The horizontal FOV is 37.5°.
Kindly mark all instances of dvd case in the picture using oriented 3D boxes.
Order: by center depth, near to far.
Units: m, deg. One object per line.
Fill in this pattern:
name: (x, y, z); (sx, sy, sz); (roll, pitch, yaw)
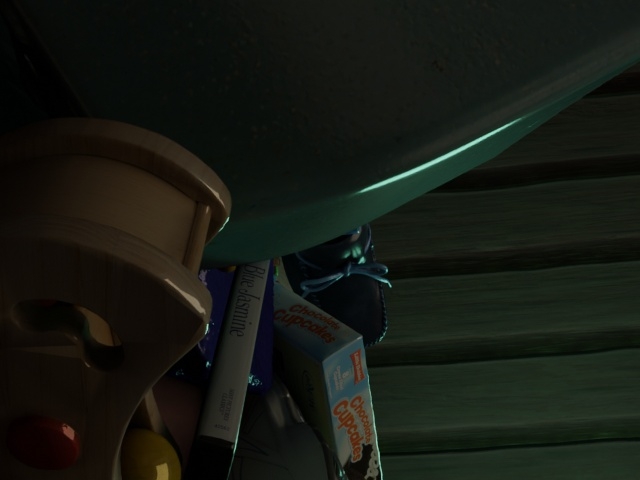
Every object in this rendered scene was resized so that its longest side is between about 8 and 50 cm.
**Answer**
dvd case: (-0.065, 0.108, 0.598); (0.253, 0.022, 0.180); (-85, -170, -60)

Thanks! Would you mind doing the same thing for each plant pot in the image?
plant pot: (-0.026, -0.116, 0.513); (0.247, 0.252, 0.248); (57, -16, 2)

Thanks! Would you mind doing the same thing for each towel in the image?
towel: (-0.106, -0.018, 0.861); (0.227, 0.076, 0.308); (46, 40, -69)

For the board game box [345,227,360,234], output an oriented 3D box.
board game box: (-0.025, -0.211, 0.911); (0.302, 0.086, 0.308); (66, 24, -54)

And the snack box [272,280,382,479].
snack box: (-0.015, 0.206, 1.049); (0.187, 0.060, 0.322); (28, -43, 44)

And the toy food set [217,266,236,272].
toy food set: (-0.070, -0.096, 0.692); (0.111, 0.104, 0.232); (7, -52, 58)

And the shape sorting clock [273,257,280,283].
shape sorting clock: (-0.073, 0.028, 1.216); (0.206, 0.040, 0.206); (-4, 90, -84)

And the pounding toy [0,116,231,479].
pounding toy: (-0.108, 0.015, 0.406); (0.155, 0.154, 0.270); (-86, 170, -52)

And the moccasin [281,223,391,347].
moccasin: (0.000, 0.000, 1.230); (0.342, 0.137, 0.117); (63, -12, -16)

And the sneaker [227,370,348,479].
sneaker: (-0.062, 0.211, 0.895); (0.111, 0.129, 0.297); (65, -10, -10)
